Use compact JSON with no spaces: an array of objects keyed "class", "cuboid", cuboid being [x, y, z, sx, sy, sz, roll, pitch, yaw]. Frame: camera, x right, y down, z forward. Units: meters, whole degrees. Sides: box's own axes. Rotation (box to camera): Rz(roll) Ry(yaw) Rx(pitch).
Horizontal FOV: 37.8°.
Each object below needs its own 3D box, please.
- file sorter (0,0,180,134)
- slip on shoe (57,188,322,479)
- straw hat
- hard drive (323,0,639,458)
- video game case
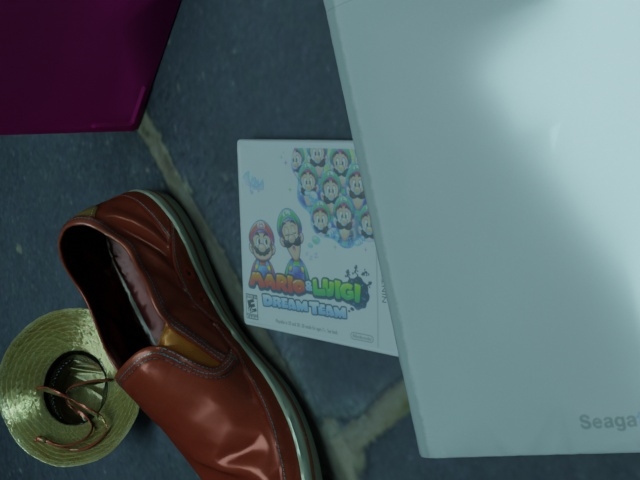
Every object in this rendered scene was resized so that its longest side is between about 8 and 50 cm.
[{"class":"file sorter","cuboid":[-0.275,-0.212,0.701,0.182,0.290,0.202,48,127,30]},{"class":"slip on shoe","cuboid":[-0.107,0.106,0.730,0.123,0.101,0.331,-43,70,38]},{"class":"straw hat","cuboid":[-0.225,0.140,0.871,0.144,0.144,0.061,61,174,17]},{"class":"hard drive","cuboid":[0.114,-0.037,0.521,0.203,0.040,0.307,-13,88,39]},{"class":"video game case","cuboid":[0.000,0.000,0.662,0.157,0.019,0.143,7,102,43]}]
